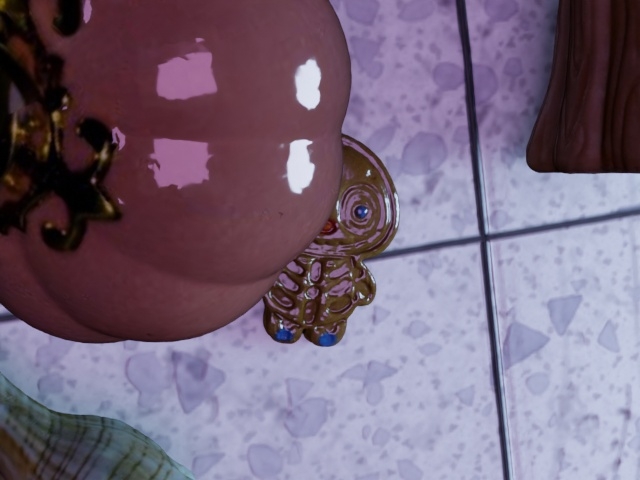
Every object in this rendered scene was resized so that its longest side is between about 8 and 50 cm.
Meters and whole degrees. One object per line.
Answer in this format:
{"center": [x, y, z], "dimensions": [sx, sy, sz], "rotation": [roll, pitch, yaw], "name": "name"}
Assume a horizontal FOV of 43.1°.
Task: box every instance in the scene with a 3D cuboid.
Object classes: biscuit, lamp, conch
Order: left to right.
{"center": [-0.205, 0.199, 0.587], "dimensions": [0.386, 0.170, 0.203], "rotation": [41, 64, 20], "name": "conch"}
{"center": [-0.113, -0.088, 0.506], "dimensions": [0.305, 0.239, 0.305], "rotation": [7, 103, 32], "name": "lamp"}
{"center": [0.000, 0.000, 0.646], "dimensions": [0.124, 0.026, 0.175], "rotation": [6, 98, -10], "name": "biscuit"}

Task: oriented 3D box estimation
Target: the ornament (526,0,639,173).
{"center": [0.263, -0.160, 0.579], "dimensions": [0.235, 0.221, 0.218], "rotation": [-2, 96, 17], "name": "ornament"}
